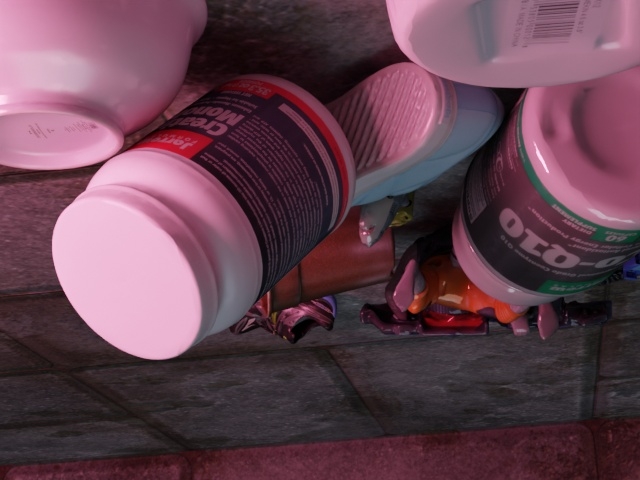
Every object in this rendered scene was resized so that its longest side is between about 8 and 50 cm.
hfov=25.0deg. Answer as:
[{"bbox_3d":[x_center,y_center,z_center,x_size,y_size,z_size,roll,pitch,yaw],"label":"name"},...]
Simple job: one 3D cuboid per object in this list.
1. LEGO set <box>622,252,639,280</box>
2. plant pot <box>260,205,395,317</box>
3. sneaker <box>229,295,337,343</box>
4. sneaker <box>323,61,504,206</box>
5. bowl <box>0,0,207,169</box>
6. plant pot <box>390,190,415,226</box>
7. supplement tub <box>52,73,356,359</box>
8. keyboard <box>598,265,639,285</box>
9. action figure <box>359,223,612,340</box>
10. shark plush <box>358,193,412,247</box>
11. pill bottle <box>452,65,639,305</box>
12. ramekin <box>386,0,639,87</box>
[{"bbox_3d":[0.378,0.010,1.979,0.227,0.087,0.093,7,160,-25],"label":"LEGO set"},{"bbox_3d":[0.000,0.000,1.792,0.165,0.167,0.167,-9,163,-8],"label":"plant pot"},{"bbox_3d":[-0.063,0.126,2.283,0.188,0.078,0.067,-9,161,21],"label":"sneaker"},{"bbox_3d":[0.046,-0.086,1.554,0.150,0.135,0.366,6,166,-40],"label":"sneaker"},{"bbox_3d":[-0.249,-0.149,1.300,0.298,0.134,0.298,-2,163,-1],"label":"bowl"},{"bbox_3d":[0.082,-0.060,1.719,0.083,0.079,0.083,-3,163,-1],"label":"plant pot"},{"bbox_3d":[-0.106,-0.027,1.383,0.191,0.191,0.272,-19,-164,41],"label":"supplement tub"},{"bbox_3d":[0.468,0.039,2.191,0.108,0.023,0.180,14,155,-42],"label":"keyboard"},{"bbox_3d":[0.226,0.046,1.898,0.341,0.178,0.330,-2,-173,-3],"label":"action figure"},{"bbox_3d":[0.084,-0.062,1.655,0.073,0.161,0.067,-2,123,30],"label":"shark plush"},{"bbox_3d":[0.267,-0.057,1.554,0.204,0.204,0.361,0,162,-9],"label":"pill bottle"},{"bbox_3d":[0.175,-0.225,1.127,0.277,0.135,0.277,-2,162,-1],"label":"ramekin"}]
